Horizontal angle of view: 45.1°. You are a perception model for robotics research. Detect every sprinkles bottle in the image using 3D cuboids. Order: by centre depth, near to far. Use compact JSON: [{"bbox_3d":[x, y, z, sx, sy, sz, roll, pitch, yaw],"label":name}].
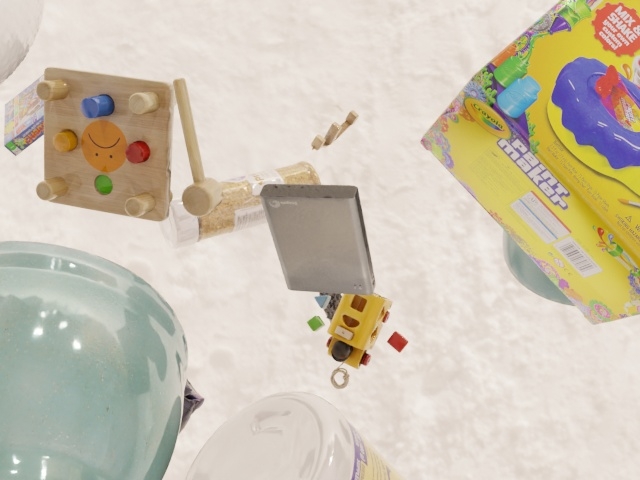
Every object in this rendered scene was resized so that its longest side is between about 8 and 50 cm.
[{"bbox_3d":[-0.172,-0.081,1.674,0.355,0.121,0.121,-16,108,-29],"label":"sprinkles bottle"}]

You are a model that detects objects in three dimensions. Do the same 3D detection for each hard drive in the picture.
[{"bbox_3d":[0.000,0.000,0.765,0.094,0.022,0.135,3,135,17],"label":"hard drive"}]

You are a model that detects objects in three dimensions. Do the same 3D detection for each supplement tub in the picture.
[{"bbox_3d":[0.010,0.370,0.960,0.241,0.241,0.331,-43,121,-4],"label":"supplement tub"}]

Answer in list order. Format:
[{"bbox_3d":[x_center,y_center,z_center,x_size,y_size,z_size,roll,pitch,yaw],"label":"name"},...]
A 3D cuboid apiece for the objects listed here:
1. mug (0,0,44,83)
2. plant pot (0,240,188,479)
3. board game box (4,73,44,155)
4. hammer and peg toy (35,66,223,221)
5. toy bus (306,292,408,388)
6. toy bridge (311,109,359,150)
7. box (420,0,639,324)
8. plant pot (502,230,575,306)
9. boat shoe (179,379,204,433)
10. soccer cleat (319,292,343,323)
[{"bbox_3d":[-0.553,-0.346,1.001,0.276,0.328,0.374,-38,118,6],"label":"mug"},{"bbox_3d":[-0.254,0.175,0.640,0.293,0.196,0.293,-6,128,-8],"label":"plant pot"},{"bbox_3d":[-0.620,-0.279,1.666,0.136,0.201,0.035,-35,130,6],"label":"board game box"},{"bbox_3d":[-0.334,-0.172,1.387,0.361,0.127,0.266,9,107,14],"label":"hammer and peg toy"},{"bbox_3d":[0.065,0.187,1.593,0.191,0.104,0.202,-24,76,14],"label":"toy bus"},{"bbox_3d":[0.029,-0.264,1.914,0.026,0.063,0.188,41,45,7],"label":"toy bridge"},{"bbox_3d":[0.321,-0.116,0.829,0.279,0.177,0.290,-42,87,-16],"label":"box"},{"bbox_3d":[0.446,-0.061,1.291,0.290,0.290,0.195,-28,134,-9],"label":"plant pot"},{"bbox_3d":[-0.336,0.230,1.321,0.158,0.340,0.127,-45,145,-11],"label":"boat shoe"},{"bbox_3d":[0.036,0.075,1.952,0.116,0.318,0.108,0,141,-34],"label":"soccer cleat"}]
